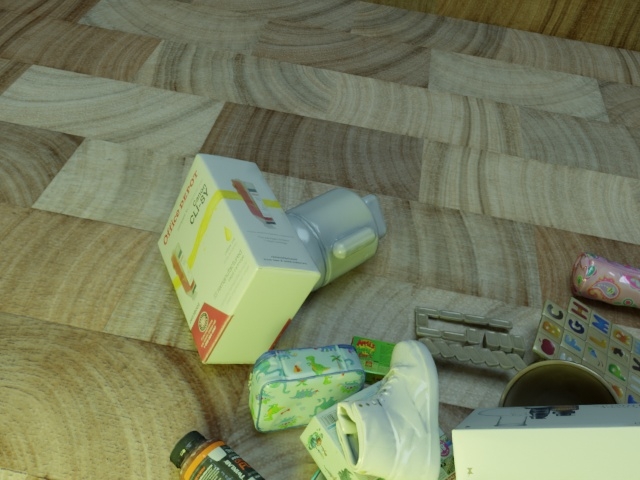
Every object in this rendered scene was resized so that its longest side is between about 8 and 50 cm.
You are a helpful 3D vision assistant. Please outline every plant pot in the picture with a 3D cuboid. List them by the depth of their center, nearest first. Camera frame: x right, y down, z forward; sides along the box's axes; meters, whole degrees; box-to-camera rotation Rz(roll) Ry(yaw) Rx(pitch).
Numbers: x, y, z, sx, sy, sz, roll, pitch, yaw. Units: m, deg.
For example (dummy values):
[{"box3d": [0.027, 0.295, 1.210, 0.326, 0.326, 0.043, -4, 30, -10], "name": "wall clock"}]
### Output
[{"box3d": [0.481, 0.355, 1.291, 0.237, 0.237, 0.110, 30, 7, 21], "name": "plant pot"}]

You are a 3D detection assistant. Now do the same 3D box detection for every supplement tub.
[{"box3d": [-0.178, 0.427, 1.145, 0.198, 0.106, 0.106, 34, 48, 24], "name": "supplement tub"}]

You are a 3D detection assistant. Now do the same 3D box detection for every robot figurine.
[{"box3d": [0.000, 0.000, 1.555, 0.353, 0.199, 0.300, -27, 14, -32], "name": "robot figurine"}]

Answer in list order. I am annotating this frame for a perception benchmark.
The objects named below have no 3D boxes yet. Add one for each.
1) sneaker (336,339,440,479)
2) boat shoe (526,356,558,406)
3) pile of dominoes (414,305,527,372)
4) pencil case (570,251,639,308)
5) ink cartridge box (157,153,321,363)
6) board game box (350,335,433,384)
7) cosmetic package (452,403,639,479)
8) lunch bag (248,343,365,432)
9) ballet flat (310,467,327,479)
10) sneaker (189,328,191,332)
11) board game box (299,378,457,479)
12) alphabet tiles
[{"box3d": [0.113, 0.280, 1.135, 0.169, 0.108, 0.292, 19, 41, -15], "name": "sneaker"}, {"box3d": [0.489, 0.290, 1.436, 0.072, 0.068, 0.190, 14, 39, 28], "name": "boat shoe"}, {"box3d": [0.339, 0.235, 1.475, 0.251, 0.040, 0.196, 8, 27, 5], "name": "pile of dominoes"}, {"box3d": [0.787, 0.113, 1.628, 0.284, 0.124, 0.124, 14, 43, 6], "name": "pencil case"}, {"box3d": [-0.197, 0.035, 1.408, 0.160, 0.279, 0.384, 7, 36, -37], "name": "ink cartridge box"}, {"box3d": [0.153, 0.272, 1.408, 0.181, 0.043, 0.092, 11, 42, 1], "name": "board game box"}, {"box3d": [0.438, 0.342, 1.099, 0.377, 0.284, 0.097, -7, 83, 20], "name": "cosmetic package"}, {"box3d": [-0.031, 0.292, 1.264, 0.219, 0.176, 0.090, -5, 40, -17], "name": "lunch bag"}, {"box3d": [0.023, 0.433, 1.198, 0.068, 0.072, 0.213, 26, 45, 12], "name": "ballet flat"}, {"box3d": [-0.258, 0.182, 1.443, 0.035, 0.031, 0.083, 32, 48, 22], "name": "sneaker"}, {"box3d": [0.140, 0.417, 1.160, 0.224, 0.097, 0.303, -16, 56, -39], "name": "board game box"}, {"box3d": [0.638, 0.279, 1.445, 0.342, 0.011, 0.285, 33, 46, 4], "name": "alphabet tiles"}]
